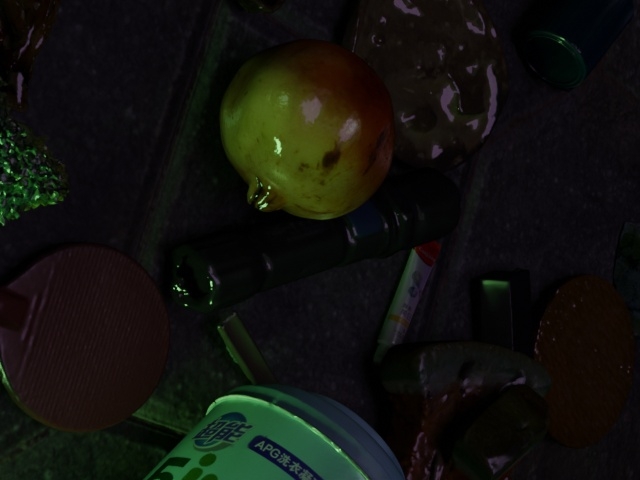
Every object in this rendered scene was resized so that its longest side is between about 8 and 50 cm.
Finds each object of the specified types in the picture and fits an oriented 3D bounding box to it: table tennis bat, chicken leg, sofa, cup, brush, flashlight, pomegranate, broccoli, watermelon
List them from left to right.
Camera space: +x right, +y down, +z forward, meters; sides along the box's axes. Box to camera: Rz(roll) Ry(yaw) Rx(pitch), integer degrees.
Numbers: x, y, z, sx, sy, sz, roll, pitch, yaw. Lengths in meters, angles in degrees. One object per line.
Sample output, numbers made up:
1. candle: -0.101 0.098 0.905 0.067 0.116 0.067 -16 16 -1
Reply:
1. broccoli: -0.323 -0.092 1.396 0.194 0.220 0.194 -53 161 -27
2. chicken leg: -0.303 -0.218 1.463 0.093 0.070 0.178 -1 104 -44
3. table tennis bat: -0.275 0.090 1.525 0.310 0.038 0.200 26 75 -43
4. brush: -0.079 0.154 1.731 0.034 0.028 0.190 -49 132 -25
5. pomegranate: -0.017 -0.130 1.655 0.209 0.209 0.209 -4 96 -44
6. flashlight: 0.000 0.000 1.745 0.424 0.103 0.103 -19 106 -41
7. sofa: 0.253 0.116 2.034 0.085 0.060 0.147 -21 108 -59
8. cup: 0.364 -0.284 2.064 0.138 0.113 0.150 -52 124 -26
9. watermelon: 0.521 0.061 2.276 0.139 0.071 0.187 -9 99 -48

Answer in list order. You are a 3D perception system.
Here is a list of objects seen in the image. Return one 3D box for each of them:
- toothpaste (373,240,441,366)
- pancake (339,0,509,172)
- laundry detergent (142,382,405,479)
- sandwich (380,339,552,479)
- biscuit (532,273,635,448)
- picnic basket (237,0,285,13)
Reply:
1. toothpaste: 0.111 0.077 1.905 0.048 0.031 0.190 37 66 -33
2. pancake: 0.134 -0.228 1.891 0.294 0.049 0.294 -2 94 -41
3. laundry detergent: -0.066 0.326 1.573 0.305 0.287 0.287 -45 122 -32
4. sandwich: 0.176 0.274 1.864 0.250 0.162 0.301 20 87 -36
5. biscuit: 0.380 0.176 2.165 0.262 0.037 0.261 -4 96 -43
6. picnic basket: -0.056 -0.357 1.692 0.110 0.055 0.193 46 63 -35
